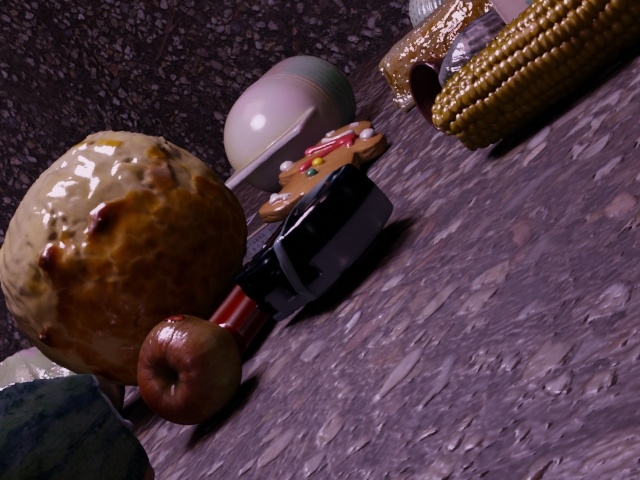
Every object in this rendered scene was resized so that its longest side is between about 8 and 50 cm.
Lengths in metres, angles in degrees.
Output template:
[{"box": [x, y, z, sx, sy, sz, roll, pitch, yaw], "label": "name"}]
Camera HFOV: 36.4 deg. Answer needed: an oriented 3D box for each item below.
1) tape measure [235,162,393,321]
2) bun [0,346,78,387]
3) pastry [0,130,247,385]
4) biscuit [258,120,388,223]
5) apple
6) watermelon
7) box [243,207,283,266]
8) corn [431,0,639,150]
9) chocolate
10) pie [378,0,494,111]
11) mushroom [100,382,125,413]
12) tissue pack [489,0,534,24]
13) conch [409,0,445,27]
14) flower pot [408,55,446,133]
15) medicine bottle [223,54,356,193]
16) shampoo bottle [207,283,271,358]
[{"box": [0.002, -0.002, 1.157, 0.182, 0.107, 0.181, -48, 8, -24], "label": "tape measure"}, {"box": [-0.558, 0.296, 1.934, 0.293, 0.187, 0.293, -40, 9, 8], "label": "bun"}, {"box": [-0.273, 0.036, 1.441, 0.388, 0.312, 0.389, -36, -35, -32], "label": "pastry"}, {"box": [0.009, -0.138, 1.694, 0.215, 0.047, 0.340, -14, 24, 29], "label": "biscuit"}, {"box": [-0.147, 0.148, 1.106, 0.126, 0.126, 0.102, -39, -14, 27], "label": "apple"}, {"box": [-0.309, 0.238, 0.989, 0.283, 0.250, 0.292, -41, 11, 0], "label": "watermelon"}, {"box": [-0.086, -0.041, 1.843, 0.324, 0.047, 0.180, -37, 13, 34], "label": "box"}, {"box": [0.251, -0.208, 1.023, 0.317, 0.115, 0.115, -39, 11, 26], "label": "corn"}, {"box": [0.257, -0.270, 1.271, 0.248, 0.110, 0.110, -46, 10, -13], "label": "chocolate"}, {"box": [0.219, -0.355, 1.769, 0.282, 0.129, 0.068, -39, -19, 30], "label": "pie"}, {"box": [-0.372, 0.285, 1.416, 0.177, 0.126, 0.397, -34, 9, -3], "label": "mushroom"}, {"box": [0.345, -0.363, 1.134, 0.325, 0.170, 0.071, -41, -23, 20], "label": "tissue pack"}, {"box": [0.269, -0.436, 1.854, 0.200, 0.131, 0.172, 23, 41, 37], "label": "conch"}, {"box": [0.191, -0.217, 1.353, 0.089, 0.111, 0.111, -32, 5, -19], "label": "flower pot"}, {"box": [-0.073, -0.231, 2.040, 0.235, 0.236, 0.406, -39, 11, 26], "label": "medicine bottle"}, {"box": [-0.103, 0.098, 1.279, 0.102, 0.064, 0.260, -34, 13, 42], "label": "shampoo bottle"}]
